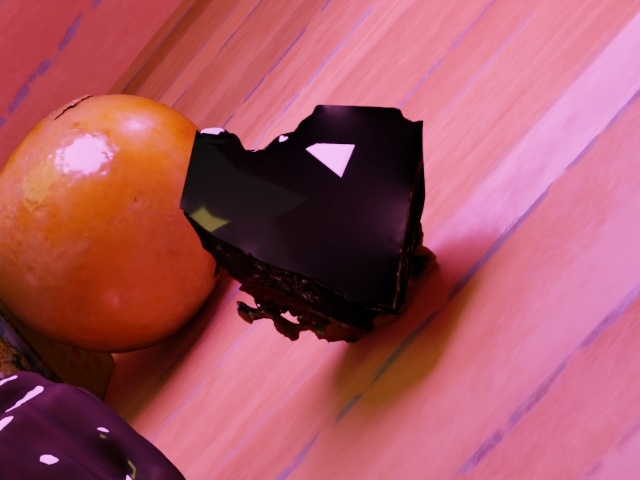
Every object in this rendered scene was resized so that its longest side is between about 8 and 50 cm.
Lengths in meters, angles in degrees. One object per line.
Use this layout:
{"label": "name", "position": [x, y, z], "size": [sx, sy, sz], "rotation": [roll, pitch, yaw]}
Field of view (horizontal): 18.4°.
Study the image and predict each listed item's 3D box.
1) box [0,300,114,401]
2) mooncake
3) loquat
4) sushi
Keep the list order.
{"label": "box", "position": [-0.300, 0.153, 1.945], "size": [0.047, 0.187, 0.335], "rotation": [-27, 24, 20]}
{"label": "mooncake", "position": [-0.267, 0.271, 1.470], "size": [0.381, 0.212, 0.350], "rotation": [-46, -7, 7]}
{"label": "loquat", "position": [-0.211, -0.020, 1.932], "size": [0.263, 0.263, 0.263], "rotation": [-48, 17, 19]}
{"label": "sushi", "position": [0.000, 0.000, 1.477], "size": [0.150, 0.172, 0.153], "rotation": [57, -140, -61]}
